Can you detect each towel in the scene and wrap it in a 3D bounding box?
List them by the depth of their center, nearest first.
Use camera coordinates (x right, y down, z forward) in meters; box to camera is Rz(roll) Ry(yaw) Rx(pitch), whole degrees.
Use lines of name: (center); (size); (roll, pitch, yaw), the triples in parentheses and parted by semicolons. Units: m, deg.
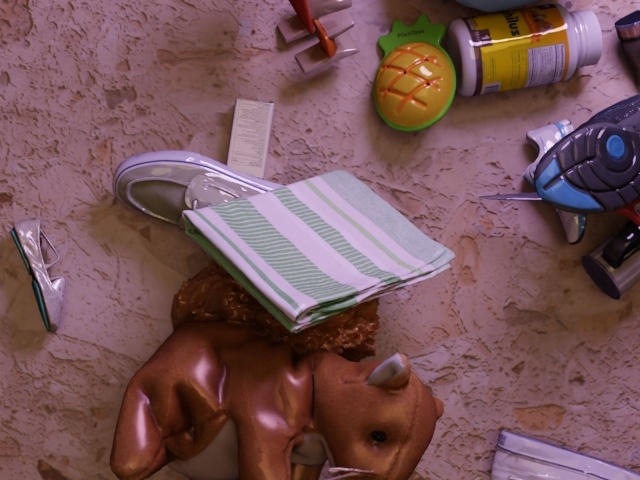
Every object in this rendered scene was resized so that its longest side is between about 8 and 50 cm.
towel: (0.000, 0.000, 1.612); (0.325, 0.038, 0.248); (-19, 49, -44)

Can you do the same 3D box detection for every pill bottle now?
pill bottle: (0.302, -0.286, 1.772); (0.215, 0.117, 0.117); (-10, 86, -7)

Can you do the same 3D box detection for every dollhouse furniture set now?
dollhouse furniture set: (-0.066, -0.398, 1.693); (0.135, 0.262, 0.259); (-24, 54, -6)

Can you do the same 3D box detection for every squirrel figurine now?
squirrel figurine: (-0.027, 0.179, 1.587); (0.370, 0.281, 0.397); (-8, 56, 23)

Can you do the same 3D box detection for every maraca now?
maraca: (0.138, -0.247, 1.763); (0.127, 0.099, 0.186); (-8, 70, 17)

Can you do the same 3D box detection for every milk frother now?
milk frother: (0.445, -0.013, 1.785); (0.135, 0.129, 0.143); (-37, 47, -8)

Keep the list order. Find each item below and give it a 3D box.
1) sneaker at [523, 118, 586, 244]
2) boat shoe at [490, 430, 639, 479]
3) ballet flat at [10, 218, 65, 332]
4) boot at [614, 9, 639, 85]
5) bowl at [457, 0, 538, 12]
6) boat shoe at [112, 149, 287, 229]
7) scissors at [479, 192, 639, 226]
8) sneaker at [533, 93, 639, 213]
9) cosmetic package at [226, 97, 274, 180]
sneaker: (0.349, -0.083, 1.791); (0.083, 0.071, 0.191); (-9, 78, 0)
boat shoe: (0.379, 0.357, 1.738); (0.267, 0.096, 0.088); (18, 88, -3)
ballet flat: (-0.393, 0.047, 1.705); (0.052, 0.057, 0.168); (-20, 88, -17)
boot: (0.558, -0.321, 1.837); (0.219, 0.082, 0.106); (-22, 109, -11)
bowl: (0.239, -0.454, 1.717); (0.163, 0.311, 0.311); (-31, 89, 31)
boat shoe: (-0.148, -0.051, 1.699); (0.302, 0.094, 0.109); (11, 119, -6)
scissors: (0.387, -0.069, 1.738); (0.297, 0.021, 0.109); (10, 52, 16)
sneaker: (0.415, -0.123, 1.711); (0.341, 0.139, 0.125); (-25, 100, -32)
cosmetic package: (-0.105, -0.147, 1.757); (0.060, 0.041, 0.115); (10, 84, -5)
